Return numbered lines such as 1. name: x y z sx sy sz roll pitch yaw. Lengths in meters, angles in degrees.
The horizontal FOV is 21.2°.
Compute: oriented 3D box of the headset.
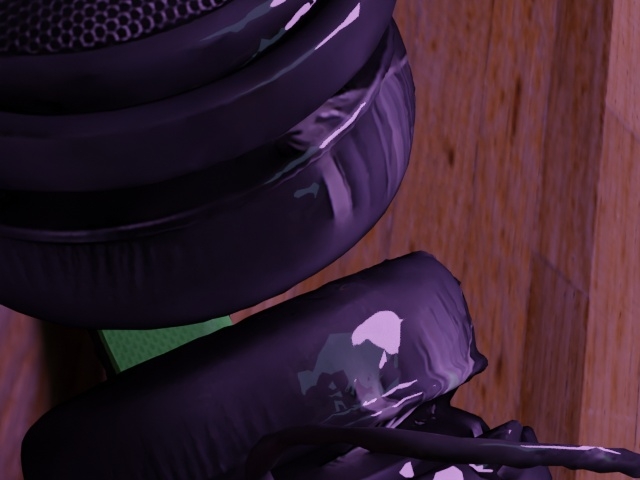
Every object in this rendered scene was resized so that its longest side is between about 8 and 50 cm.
1. headset: 0.000 0.000 0.426 0.185 0.394 0.243 -22 112 -11
